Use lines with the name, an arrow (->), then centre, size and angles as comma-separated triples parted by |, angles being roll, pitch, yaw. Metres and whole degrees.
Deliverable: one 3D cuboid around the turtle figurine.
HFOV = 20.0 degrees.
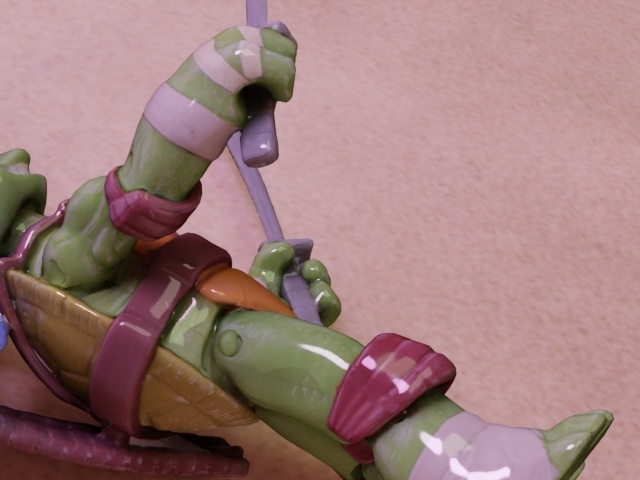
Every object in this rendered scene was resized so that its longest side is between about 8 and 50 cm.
turtle figurine -> 0.000, 0.000, 0.709 | 0.266, 0.197, 0.275 | 36, 43, 12
